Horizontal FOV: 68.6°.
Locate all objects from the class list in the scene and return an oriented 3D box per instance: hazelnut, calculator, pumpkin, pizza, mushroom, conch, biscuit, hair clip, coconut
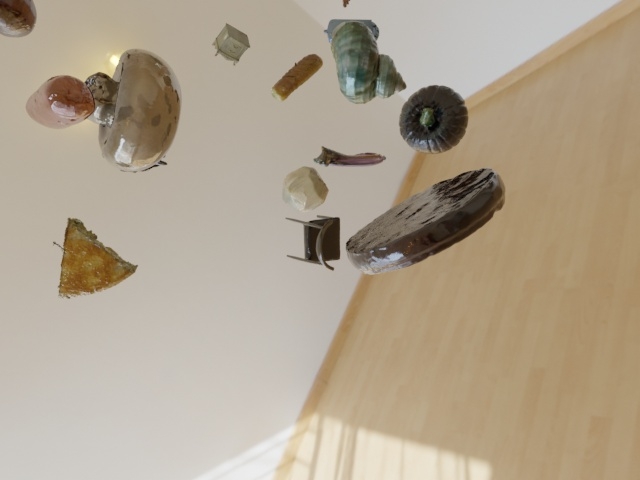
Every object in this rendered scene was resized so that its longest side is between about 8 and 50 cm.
[{"bbox_3d":[-1.052,-0.800,1.578,0.208,0.208,0.208,-47,19,23],"label":"hazelnut"},{"bbox_3d":[0.117,-0.787,1.770,0.039,0.211,0.121,88,-177,-59],"label":"calculator"},{"bbox_3d":[0.391,-0.431,1.666,0.248,0.248,0.248,-47,19,23],"label":"pumpkin"},{"bbox_3d":[-0.805,0.049,1.640,0.280,0.287,0.075,-13,19,-12],"label":"pizza"},{"bbox_3d":[-0.577,-0.390,1.391,0.362,0.295,0.362,-24,60,50],"label":"mushroom"},{"bbox_3d":[0.136,-0.523,1.423,0.220,0.277,0.195,-62,3,-19],"label":"conch"},{"bbox_3d":[0.249,-0.041,1.124,0.408,0.091,0.407,-28,10,5],"label":"biscuit"},{"bbox_3d":[0.149,-0.381,2.182,0.110,0.359,0.095,175,95,-67],"label":"hair clip"},{"bbox_3d":[-0.061,-0.179,1.699,0.162,0.161,0.161,-34,21,5],"label":"coconut"}]

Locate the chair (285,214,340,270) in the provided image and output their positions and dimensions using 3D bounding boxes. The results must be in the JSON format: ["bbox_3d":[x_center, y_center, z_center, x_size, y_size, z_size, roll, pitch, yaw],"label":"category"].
[{"bbox_3d":[0.000,0.000,1.791,0.272,0.167,0.188,16,110,58],"label":"chair"}]

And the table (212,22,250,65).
[{"bbox_3d":[-0.269,-0.585,1.407,0.083,0.079,0.062,-38,55,33],"label":"table"}]

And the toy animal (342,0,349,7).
[{"bbox_3d":[0.042,-0.935,1.592,0.067,0.224,0.230,-9,-2,22],"label":"toy animal"}]

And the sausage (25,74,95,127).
[{"bbox_3d":[-0.605,-0.320,1.099,0.259,0.113,0.113,6,61,49],"label":"sausage"}]

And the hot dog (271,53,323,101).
[{"bbox_3d":[-0.088,-0.646,1.844,0.285,0.088,0.061,-55,0,-25],"label":"hot dog"}]

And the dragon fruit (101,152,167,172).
[{"bbox_3d":[-0.701,-0.350,1.766,0.193,0.274,0.192,-50,13,31],"label":"dragon fruit"}]
